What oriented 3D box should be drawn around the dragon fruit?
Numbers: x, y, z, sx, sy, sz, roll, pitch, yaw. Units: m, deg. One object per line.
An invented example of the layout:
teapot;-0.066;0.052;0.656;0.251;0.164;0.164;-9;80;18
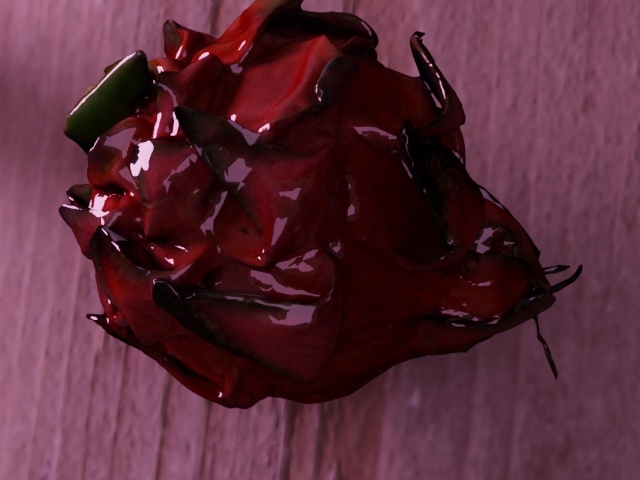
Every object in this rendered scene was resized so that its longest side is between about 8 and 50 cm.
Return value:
dragon fruit;0.000;0.000;1.048;0.293;0.234;0.233;29;83;9
